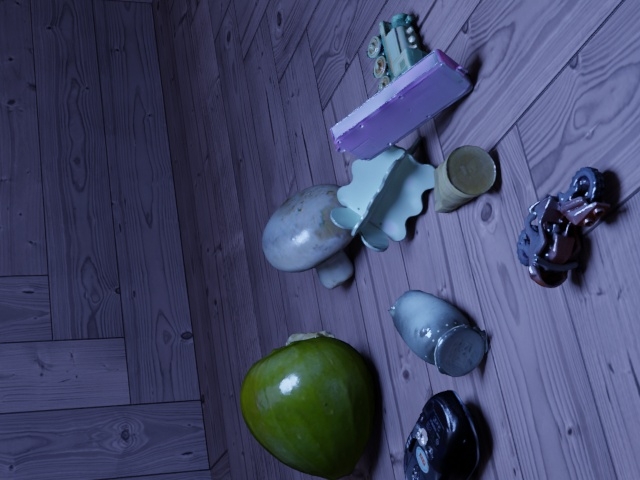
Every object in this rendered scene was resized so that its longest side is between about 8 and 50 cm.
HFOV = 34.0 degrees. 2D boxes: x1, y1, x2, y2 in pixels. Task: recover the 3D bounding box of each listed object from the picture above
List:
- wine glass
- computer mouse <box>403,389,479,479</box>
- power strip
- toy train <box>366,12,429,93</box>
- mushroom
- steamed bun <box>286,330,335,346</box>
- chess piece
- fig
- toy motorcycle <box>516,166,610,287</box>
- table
[{"bbox_3d":[0.208,0.163,1.884,0.204,0.111,0.111,-140,53,-60],"label":"wine glass"},{"bbox_3d":[0.225,0.374,1.874,0.137,0.096,0.233,61,142,43],"label":"computer mouse"},{"bbox_3d":[0.145,-0.238,1.880,0.279,0.109,0.037,-34,51,27],"label":"power strip"},{"bbox_3d":[0.158,-0.358,2.056,0.125,0.081,0.194,-47,44,47],"label":"toy train"},{"bbox_3d":[0.000,0.000,2.345,0.243,0.243,0.243,179,90,-69],"label":"mushroom"},{"bbox_3d":[-0.022,0.306,2.505,0.192,0.106,0.177,156,110,-66],"label":"steamed bun"},{"bbox_3d":[0.238,-0.103,1.858,0.200,0.090,0.090,134,132,-77],"label":"chess piece"},{"bbox_3d":[-0.012,0.367,2.257,0.316,0.316,0.316,179,90,-69],"label":"fig"},{"bbox_3d":[0.356,-0.010,1.534,0.212,0.084,0.118,123,149,-48],"label":"toy motorcycle"},{"bbox_3d":[0.131,-0.105,2.039,0.198,0.166,0.166,-61,35,38],"label":"table"}]
